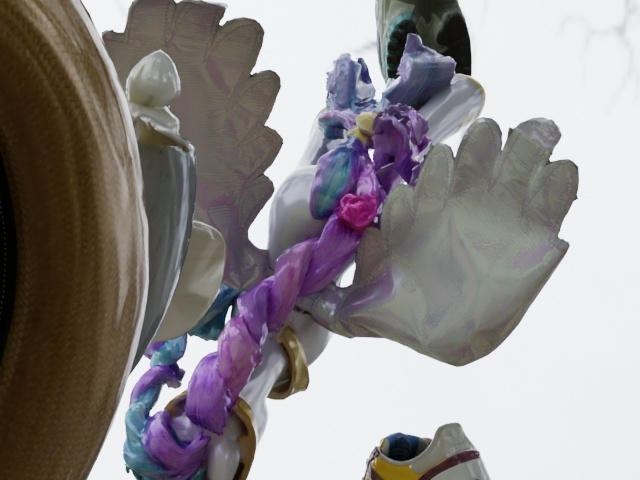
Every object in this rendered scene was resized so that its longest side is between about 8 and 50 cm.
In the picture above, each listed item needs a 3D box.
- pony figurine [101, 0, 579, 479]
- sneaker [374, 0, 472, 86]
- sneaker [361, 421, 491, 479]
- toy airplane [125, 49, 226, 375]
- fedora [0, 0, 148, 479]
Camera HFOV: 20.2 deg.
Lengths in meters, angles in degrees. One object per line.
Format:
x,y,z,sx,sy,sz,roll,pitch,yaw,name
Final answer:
0.000,0.000,1.182,0.303,0.363,0.351,25,-59,8,pony figurine
0.090,-0.271,1.770,0.110,0.283,0.122,2,12,-12,sneaker
0.053,0.173,1.206,0.069,0.084,0.185,-9,-11,-37,sneaker
-0.216,-0.008,0.775,0.272,0.386,0.384,-12,-57,38,toy airplane
-0.123,0.011,0.319,0.079,0.194,0.194,32,-10,44,fedora
